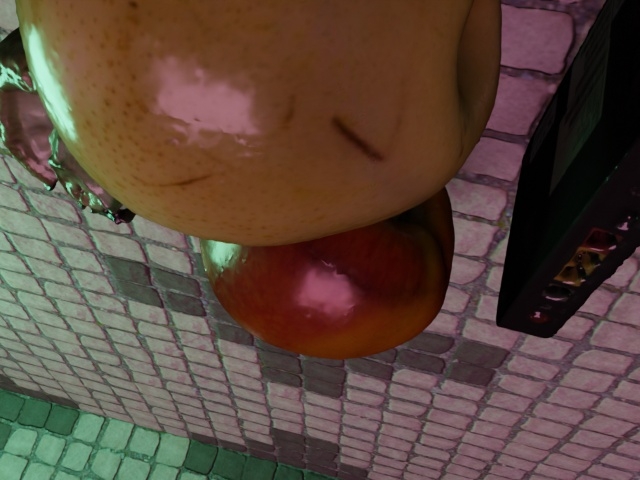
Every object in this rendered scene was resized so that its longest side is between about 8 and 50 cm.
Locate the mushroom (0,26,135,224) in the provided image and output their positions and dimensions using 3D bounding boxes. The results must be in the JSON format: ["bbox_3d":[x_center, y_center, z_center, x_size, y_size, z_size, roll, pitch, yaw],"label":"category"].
[{"bbox_3d":[-0.190,-0.140,0.731,0.267,0.189,0.164,19,145,48],"label":"mushroom"}]

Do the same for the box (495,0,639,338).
[{"bbox_3d":[0.213,-0.079,0.586,0.058,0.211,0.350,17,150,3],"label":"box"}]

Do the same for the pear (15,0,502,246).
[{"bbox_3d":[-0.031,-0.142,0.513,0.309,0.309,0.309,13,151,7],"label":"pear"}]

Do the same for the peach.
[{"bbox_3d":[0.000,0.000,0.796,0.281,0.238,0.281,22,139,21],"label":"peach"}]
